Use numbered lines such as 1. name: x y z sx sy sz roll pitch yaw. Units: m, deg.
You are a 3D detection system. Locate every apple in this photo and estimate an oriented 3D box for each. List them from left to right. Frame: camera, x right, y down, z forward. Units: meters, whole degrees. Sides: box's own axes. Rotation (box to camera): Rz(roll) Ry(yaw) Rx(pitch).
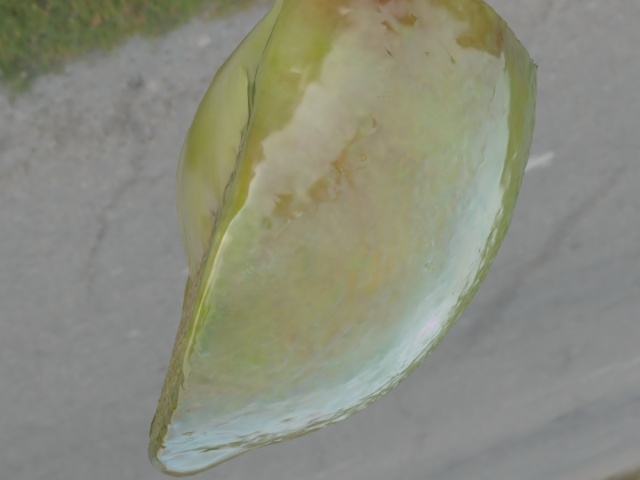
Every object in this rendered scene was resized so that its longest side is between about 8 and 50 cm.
1. apple: 0.000 0.000 0.574 0.120 0.193 0.265 19 174 -5
